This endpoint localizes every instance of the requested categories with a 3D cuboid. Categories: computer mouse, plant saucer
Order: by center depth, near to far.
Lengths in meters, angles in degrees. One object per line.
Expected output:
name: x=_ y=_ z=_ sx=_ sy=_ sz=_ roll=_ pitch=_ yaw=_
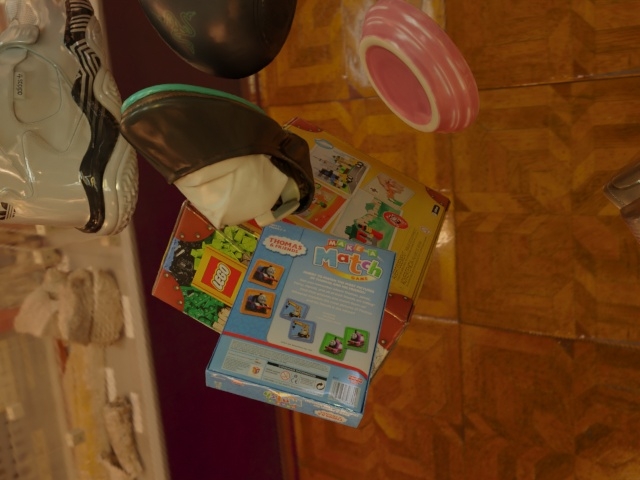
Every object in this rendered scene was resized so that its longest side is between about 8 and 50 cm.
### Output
computer mouse: x=-0.079 y=-0.231 z=0.431 sx=0.188 sy=0.072 sz=0.272 roll=18 pitch=124 yaw=20
plant saucer: x=0.195 y=-0.357 z=1.449 sx=0.332 sy=0.084 sz=0.332 roll=47 pitch=170 yaw=12

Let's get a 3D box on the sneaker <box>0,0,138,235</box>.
sneaker: x=-0.340 y=-0.163 z=0.715 sx=0.137 sy=0.210 sz=0.366 roll=-49 pitch=57 yaw=42

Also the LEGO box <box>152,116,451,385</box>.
LEGO box: x=0.000 y=0.000 z=1.210 sx=0.372 sy=0.500 sz=0.193 roll=29 pitch=120 yaw=4

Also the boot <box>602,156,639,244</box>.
boot: x=0.447 y=0.004 z=0.790 sx=0.109 sy=0.283 sz=0.220 roll=-37 pitch=96 yaw=27

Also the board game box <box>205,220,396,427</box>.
board game box: x=-0.013 y=0.080 z=0.728 sx=0.160 sy=0.211 sz=0.039 roll=15 pitch=141 yaw=3

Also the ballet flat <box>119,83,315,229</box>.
ballet flat: x=-0.063 y=-0.062 z=0.583 sx=0.095 sy=0.280 sz=0.096 roll=-21 pitch=84 yaw=19
